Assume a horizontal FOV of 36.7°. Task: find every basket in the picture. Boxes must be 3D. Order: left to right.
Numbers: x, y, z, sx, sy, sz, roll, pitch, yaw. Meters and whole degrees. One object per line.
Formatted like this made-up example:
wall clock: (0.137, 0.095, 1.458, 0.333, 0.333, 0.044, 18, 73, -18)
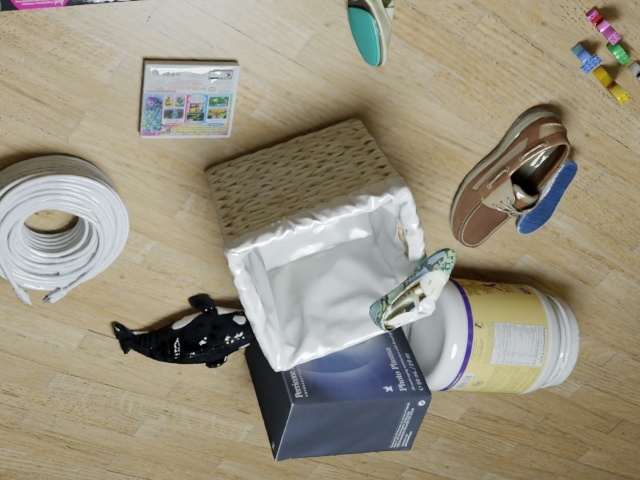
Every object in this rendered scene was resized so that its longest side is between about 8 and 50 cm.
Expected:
basket: (0.000, 0.000, 1.735, 0.331, 0.266, 0.328, -20, 133, -2)

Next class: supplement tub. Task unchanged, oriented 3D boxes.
supplement tub: (0.357, 0.206, 2.061, 0.331, 0.241, 0.241, 6, 127, -25)

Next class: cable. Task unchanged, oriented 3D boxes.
cable: (-0.461, -0.027, 1.666, 0.257, 0.089, 0.257, -26, 133, 2)

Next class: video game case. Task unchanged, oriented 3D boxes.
video game case: (-0.221, -0.235, 1.619, 0.157, 0.019, 0.143, -3, 131, -19)

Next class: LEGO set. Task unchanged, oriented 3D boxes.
LEGO set: (0.545, -0.312, 1.779, 0.087, 0.093, 0.227, -42, 130, 18)

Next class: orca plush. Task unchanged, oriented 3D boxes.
orca plush: (-0.263, 0.190, 1.891, 0.287, 0.102, 0.151, 7, 104, -2)

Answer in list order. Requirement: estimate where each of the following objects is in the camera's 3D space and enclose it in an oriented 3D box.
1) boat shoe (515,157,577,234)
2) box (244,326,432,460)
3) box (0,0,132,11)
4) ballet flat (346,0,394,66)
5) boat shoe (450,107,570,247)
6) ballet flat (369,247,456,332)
boat shoe: (0.448, -0.096, 1.949, 0.066, 0.066, 0.183, 18, 116, -34)
box: (0.028, 0.271, 1.958, 0.294, 0.296, 0.182, -1, 130, -19)
box: (-0.365, -0.423, 1.319, 0.247, 0.142, 0.163, -9, 131, -15)
ballet flat: (0.078, -0.395, 1.553, 0.086, 0.086, 0.248, -24, 132, 2)
boat shoe: (0.366, -0.104, 1.878, 0.123, 0.116, 0.324, 13, 124, -29)
ballet flat: (0.168, 0.092, 1.657, 0.188, 0.070, 0.070, -42, 130, 17)
